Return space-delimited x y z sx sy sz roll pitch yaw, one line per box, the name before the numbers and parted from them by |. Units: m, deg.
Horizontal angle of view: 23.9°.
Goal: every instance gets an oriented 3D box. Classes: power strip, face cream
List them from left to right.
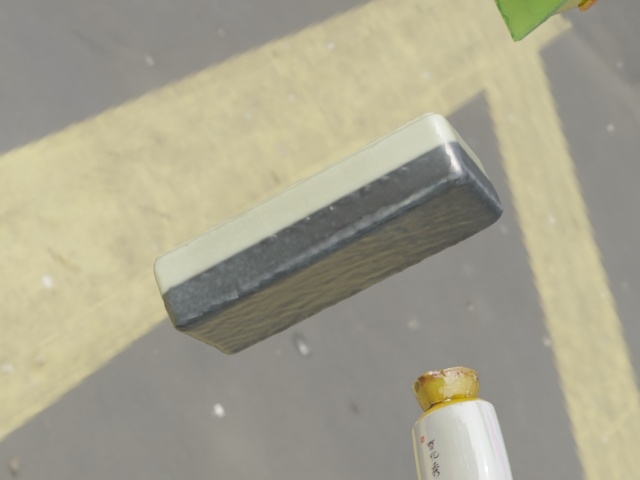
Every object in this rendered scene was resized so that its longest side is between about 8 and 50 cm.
power strip | 0.000 0.000 1.116 0.105 0.257 0.070 39 25 -62
face cream | 0.099 0.174 1.010 0.051 0.072 0.182 15 53 -35

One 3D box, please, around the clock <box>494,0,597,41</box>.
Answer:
clock | 0.263 -0.343 1.465 0.255 0.106 0.219 -22 83 -25
